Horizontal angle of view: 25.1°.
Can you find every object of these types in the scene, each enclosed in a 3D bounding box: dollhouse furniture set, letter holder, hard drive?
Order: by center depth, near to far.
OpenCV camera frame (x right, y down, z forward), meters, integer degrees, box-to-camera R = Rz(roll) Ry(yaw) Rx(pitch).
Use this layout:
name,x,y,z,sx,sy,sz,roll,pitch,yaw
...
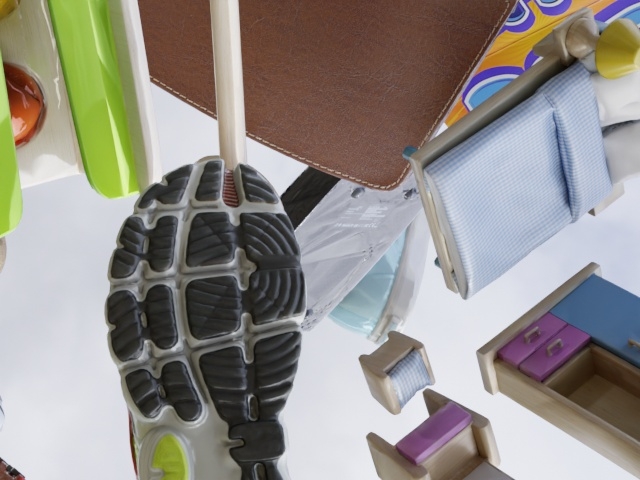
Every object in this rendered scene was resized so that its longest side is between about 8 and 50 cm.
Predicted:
name,x,y,z,sx,sy,sz,roll,pitch,yaw
dollhouse furniture set,0.173,0.032,1.027,0.286,0.303,0.198,-35,-141,-23
letter holder,-0.020,-0.203,1.192,0.214,0.302,0.152,-59,-172,24
hard drive,0.000,0.000,1.464,0.254,0.172,0.054,-50,-120,30

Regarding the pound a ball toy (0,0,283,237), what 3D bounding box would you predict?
name,x,y,z,sx,sy,sz,roll,pitch,yaw
pound a ball toy,-0.154,-0.137,0.861,0.136,0.208,0.319,25,-51,54

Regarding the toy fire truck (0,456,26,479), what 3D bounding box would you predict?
name,x,y,z,sx,sy,sz,roll,pitch,yaw
toy fire truck,-0.345,0.333,1.755,0.047,0.135,0.192,-49,-160,-16

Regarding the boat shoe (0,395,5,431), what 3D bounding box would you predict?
name,x,y,z,sx,sy,sz,roll,pitch,yaw
boat shoe,-0.397,0.106,1.464,0.102,0.108,0.301,-38,-138,-28

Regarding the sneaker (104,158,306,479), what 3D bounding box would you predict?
name,x,y,z,sx,sy,sz,roll,pitch,yaw
sneaker,-0.066,0.096,0.783,0.118,0.107,0.279,133,-44,-73

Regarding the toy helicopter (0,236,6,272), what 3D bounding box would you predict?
name,x,y,z,sx,sy,sz,roll,pitch,yaw
toy helicopter,-0.364,-0.119,1.657,0.235,0.140,0.355,8,-90,37

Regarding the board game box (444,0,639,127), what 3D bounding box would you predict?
name,x,y,z,sx,sy,sz,roll,pitch,yaw
board game box,0.299,-0.315,1.532,0.356,0.356,0.356,-23,-158,45

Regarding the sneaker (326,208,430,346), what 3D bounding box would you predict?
name,x,y,z,sx,sy,sz,roll,pitch,yaw
sneaker,0.064,-0.020,1.939,0.135,0.150,0.366,-58,-167,35
